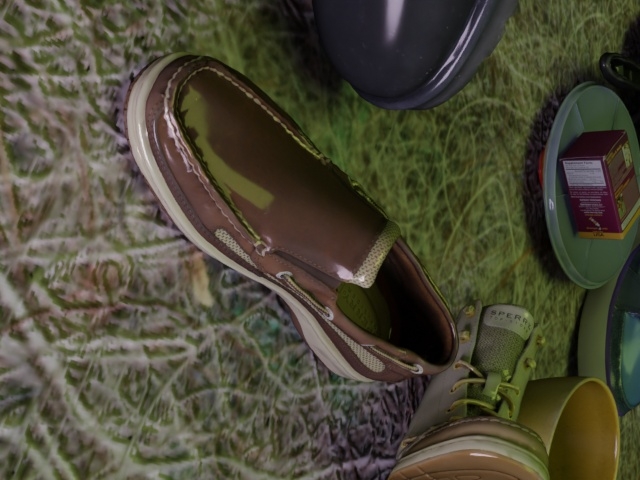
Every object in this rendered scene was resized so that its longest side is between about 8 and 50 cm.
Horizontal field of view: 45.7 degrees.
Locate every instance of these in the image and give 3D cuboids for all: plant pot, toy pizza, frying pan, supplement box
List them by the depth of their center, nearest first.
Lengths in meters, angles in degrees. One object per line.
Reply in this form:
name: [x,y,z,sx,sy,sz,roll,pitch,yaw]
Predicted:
plant pot: [0.169,0.171,0.615,0.134,0.095,0.134,-3,94,-47]
supplement box: [0.252,-0.049,0.679,0.055,0.043,0.083,-41,120,-36]
toy pizza: [0.261,-0.053,0.744,0.201,0.032,0.202,-2,93,-45]
frying pan: [0.373,-0.190,0.821,0.326,0.053,0.197,33,61,-50]

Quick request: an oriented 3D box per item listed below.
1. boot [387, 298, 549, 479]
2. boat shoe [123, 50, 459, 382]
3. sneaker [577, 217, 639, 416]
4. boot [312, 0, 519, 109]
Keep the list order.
boot: [0.106,0.107,0.499,0.165,0.077,0.213,-60,173,-28]
boat shoe: [0.004,-0.006,0.430,0.257,0.095,0.095,47,60,-37]
sneaker: [0.424,0.058,0.772,0.323,0.236,0.130,-50,126,-32]
boot: [-0.078,-0.239,0.285,0.445,0.146,0.367,-6,116,-40]
